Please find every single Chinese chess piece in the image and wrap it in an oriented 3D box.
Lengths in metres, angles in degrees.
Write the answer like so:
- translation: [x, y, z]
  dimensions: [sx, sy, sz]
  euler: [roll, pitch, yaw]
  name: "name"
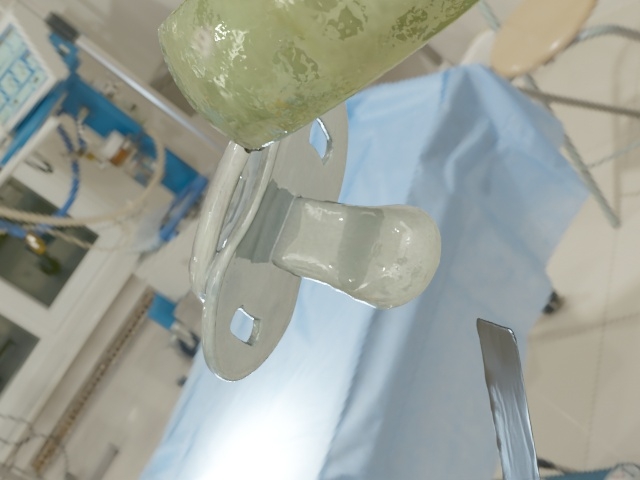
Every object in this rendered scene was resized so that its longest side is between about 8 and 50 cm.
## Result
- translation: [0.013, -0.090, 0.363]
  dimensions: [0.144, 0.058, 0.144]
  euler: [-36, 12, 9]
  name: "Chinese chess piece"

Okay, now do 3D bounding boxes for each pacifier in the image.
- translation: [0.000, 0.000, 0.911]
  dimensions: [0.227, 0.207, 0.279]
  euler: [55, -125, -71]
  name: "pacifier"

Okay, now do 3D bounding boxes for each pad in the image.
- translation: [0.135, 0.135, 0.750]
  dimensions: [0.003, 0.157, 0.112]
  euler: [-10, 1, -4]
  name: "pad"
